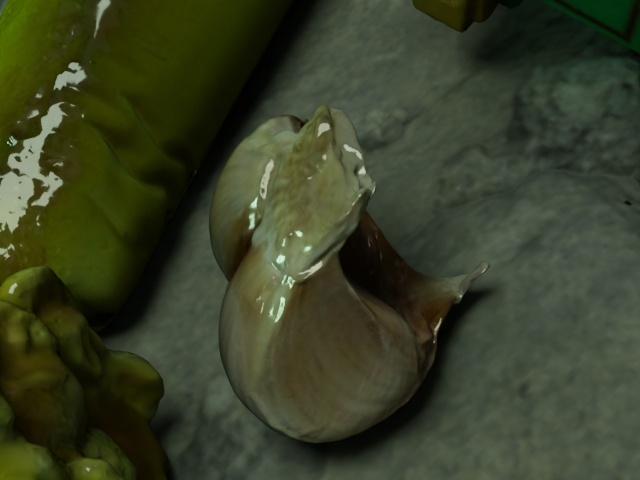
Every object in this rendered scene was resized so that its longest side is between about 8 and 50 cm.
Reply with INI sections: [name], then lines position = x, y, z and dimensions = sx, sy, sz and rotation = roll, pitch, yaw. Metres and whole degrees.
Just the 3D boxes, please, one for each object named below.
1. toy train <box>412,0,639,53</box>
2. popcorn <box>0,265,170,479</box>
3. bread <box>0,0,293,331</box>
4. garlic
[toy train]
position = 0.132, -0.219, 0.693
dimensions = 0.249, 0.429, 0.178
rotation = 33, 72, 12
[popcorn]
position = -0.156, 0.106, 0.718
dimensions = 0.155, 0.197, 0.198
rotation = -11, 51, 20
[bread]
position = -0.115, -0.122, 0.912
dimensions = 0.166, 0.112, 0.384
rotation = 11, 62, 34
[garlic]
position = -0.001, 0.010, 0.771
dimensions = 0.124, 0.099, 0.174
rotation = -41, 39, 21
